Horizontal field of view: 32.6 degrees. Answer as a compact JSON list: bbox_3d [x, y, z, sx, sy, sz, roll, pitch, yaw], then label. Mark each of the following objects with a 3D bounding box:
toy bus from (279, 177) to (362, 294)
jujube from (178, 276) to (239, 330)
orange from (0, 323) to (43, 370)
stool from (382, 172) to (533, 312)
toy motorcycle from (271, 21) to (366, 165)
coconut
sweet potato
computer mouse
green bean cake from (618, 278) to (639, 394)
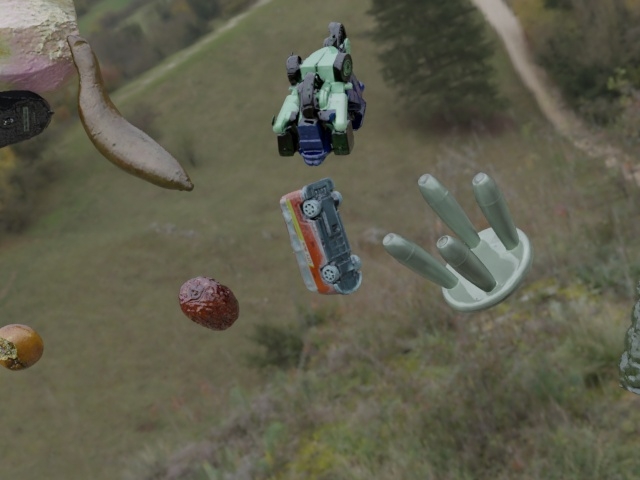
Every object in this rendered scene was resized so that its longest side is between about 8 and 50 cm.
[{"bbox_3d":[0.000,0.000,2.493,0.120,0.265,0.121,-14,7,36],"label":"toy bus"},{"bbox_3d":[-0.240,0.140,2.411,0.109,0.176,0.112,-38,63,4],"label":"jujube"},{"bbox_3d":[-0.486,0.176,1.766,0.086,0.086,0.062,-24,52,4],"label":"orange"},{"bbox_3d":[0.260,0.000,1.984,0.195,0.199,0.195,5,55,50],"label":"stool"},{"bbox_3d":[0.014,-0.245,1.903,0.125,0.196,0.331,-2,32,14],"label":"toy motorcycle"},{"bbox_3d":[-0.556,-0.369,1.959,0.245,0.233,0.233,-10,18,-14],"label":"coconut"},{"bbox_3d":[-0.339,-0.191,1.843,0.108,0.346,0.079,-43,-9,26],"label":"sweet potato"},{"bbox_3d":[-0.550,-0.215,1.916,0.172,0.099,0.057,-15,27,-43],"label":"computer mouse"},{"bbox_3d":[0.583,0.126,1.615,0.241,0.255,0.132,20,20,27],"label":"green bean cake"}]
